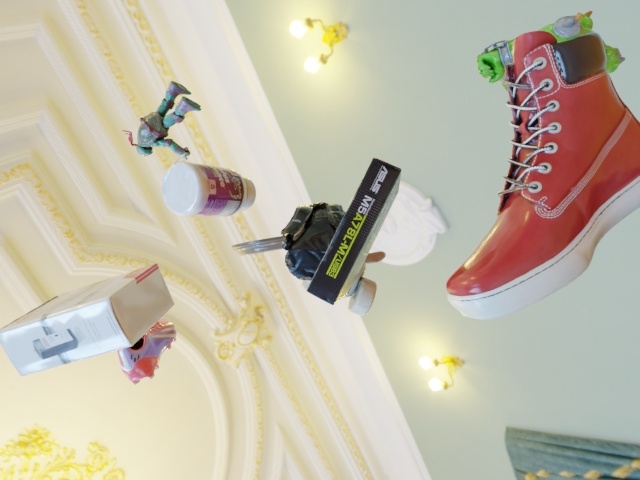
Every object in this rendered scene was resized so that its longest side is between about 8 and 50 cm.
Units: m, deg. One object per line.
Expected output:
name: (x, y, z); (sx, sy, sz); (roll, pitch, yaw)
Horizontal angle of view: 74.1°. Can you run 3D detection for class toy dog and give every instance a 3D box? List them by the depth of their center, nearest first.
toy dog: (0.056, 0.031, 1.008); (0.220, 0.333, 0.160); (20, -73, -24)

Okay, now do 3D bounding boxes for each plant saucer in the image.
plant saucer: (-0.144, 0.012, 1.363); (0.278, 0.278, 0.041); (-9, -91, -52)

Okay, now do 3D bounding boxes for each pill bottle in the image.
pill bottle: (-0.352, -0.163, 1.402); (0.302, 0.169, 0.169); (-6, -92, -62)

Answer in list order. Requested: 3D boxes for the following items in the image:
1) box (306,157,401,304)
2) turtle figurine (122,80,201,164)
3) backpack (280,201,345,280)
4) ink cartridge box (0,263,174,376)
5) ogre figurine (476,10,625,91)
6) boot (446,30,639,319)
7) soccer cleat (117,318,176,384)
box: (0.054, -0.007, 0.593); (0.184, 0.045, 0.191); (-66, -9, 1)
turtle figurine: (-0.408, -0.285, 1.097); (0.175, 0.234, 0.118); (47, -158, 10)
backpack: (0.000, 0.000, 0.819); (0.182, 0.152, 0.115); (-94, 8, -59)
ink cartridge box: (-0.392, 0.132, 0.727); (0.158, 0.218, 0.092); (-68, -39, -72)
ogre figurine: (0.318, -0.236, 0.572); (0.197, 0.118, 0.096); (27, -117, -26)
boot: (0.168, -0.065, 0.352); (0.244, 0.088, 0.176); (-37, -78, -17)
soccer cleat: (-0.398, 0.230, 0.984); (0.248, 0.083, 0.095); (-106, -3, -72)
